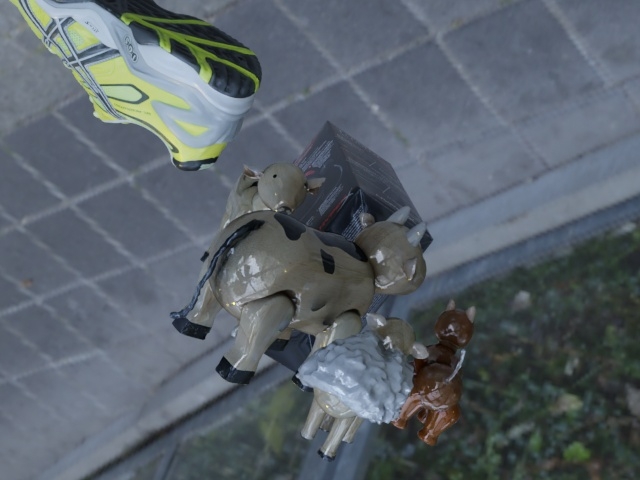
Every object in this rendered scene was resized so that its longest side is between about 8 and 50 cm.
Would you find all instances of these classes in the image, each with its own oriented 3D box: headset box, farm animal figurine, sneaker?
[{"bbox_3d":[0.000,0.000,1.511,0.110,0.293,0.218,33,103,-19],"label":"headset box"},{"bbox_3d":[-0.001,0.027,1.138,0.330,0.172,0.327,35,-165,23],"label":"farm animal figurine"},{"bbox_3d":[-0.244,-0.215,1.427,0.384,0.145,0.147,37,121,24],"label":"sneaker"}]
